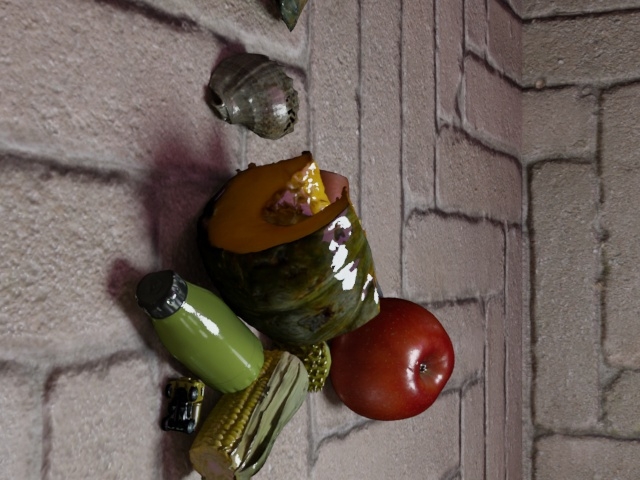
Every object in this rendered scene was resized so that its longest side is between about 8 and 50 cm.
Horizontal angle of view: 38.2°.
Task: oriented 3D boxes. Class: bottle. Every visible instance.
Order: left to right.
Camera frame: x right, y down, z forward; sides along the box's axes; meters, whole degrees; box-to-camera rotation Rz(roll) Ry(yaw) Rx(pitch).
[{"bbox_3d":[-0.183,0.132,1.385,0.260,0.112,0.112,55,43,-49],"label":"bottle"}]

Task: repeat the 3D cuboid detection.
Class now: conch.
[{"bbox_3d":[-0.115,-0.248,1.578,0.207,0.130,0.155,-8,63,-42],"label":"conch"}]

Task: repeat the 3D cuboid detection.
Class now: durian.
[{"bbox_3d":[-0.036,0.183,1.668,0.103,0.146,0.208,-6,110,-22],"label":"durian"}]

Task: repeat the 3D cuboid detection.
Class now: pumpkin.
[{"bbox_3d":[-0.053,0.021,1.463,0.225,0.256,0.303,62,0,-28],"label":"pumpkin"}]

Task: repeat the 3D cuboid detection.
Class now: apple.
[{"bbox_3d":[0.150,0.246,1.911,0.260,0.217,0.260,-8,101,-45],"label":"apple"}]

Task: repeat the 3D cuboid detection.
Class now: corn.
[{"bbox_3d":[-0.110,0.290,1.500,0.305,0.123,0.122,-53,152,-55],"label":"corn"}]

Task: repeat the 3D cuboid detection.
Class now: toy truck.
[{"bbox_3d":[-0.207,0.250,1.410,0.054,0.049,0.083,20,75,-70],"label":"toy truck"}]

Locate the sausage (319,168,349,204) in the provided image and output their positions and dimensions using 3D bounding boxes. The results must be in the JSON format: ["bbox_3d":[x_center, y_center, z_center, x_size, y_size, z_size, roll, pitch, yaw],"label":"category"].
[{"bbox_3d":[0.000,0.000,1.767,0.114,0.114,0.259,24,68,-62],"label":"sausage"}]

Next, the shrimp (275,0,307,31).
[{"bbox_3d":[-0.056,-0.518,1.594,0.445,0.085,0.271,6,92,-84],"label":"shrimp"}]

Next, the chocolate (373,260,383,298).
[{"bbox_3d":[0.094,0.096,1.998,0.072,0.072,0.166,-52,134,-52],"label":"chocolate"}]
